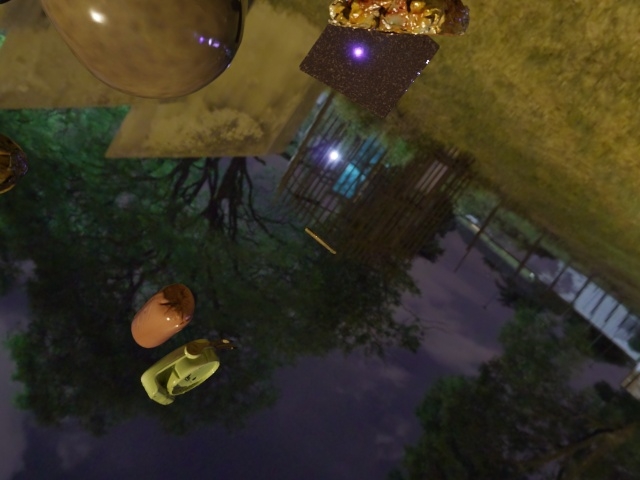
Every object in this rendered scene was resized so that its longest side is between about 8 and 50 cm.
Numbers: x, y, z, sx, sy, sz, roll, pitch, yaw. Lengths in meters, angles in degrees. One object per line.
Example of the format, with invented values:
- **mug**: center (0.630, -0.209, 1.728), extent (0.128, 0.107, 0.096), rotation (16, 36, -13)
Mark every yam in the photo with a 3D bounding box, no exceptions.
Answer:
- **yam**: center (0.000, 0.000, 1.415), extent (0.107, 0.014, 0.014), rotation (40, -165, -13)

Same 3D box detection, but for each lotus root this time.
- **lotus root**: center (-0.999, -0.221, 1.462), extent (0.397, 0.196, 0.179), rotation (7, 165, -11)

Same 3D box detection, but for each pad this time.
- **pad**: center (0.119, -0.414, 1.236), extent (0.330, 0.220, 0.004), rotation (15, -148, -49)

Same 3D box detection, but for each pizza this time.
- **pizza**: center (0.163, -0.414, 0.995), extent (0.289, 0.082, 0.229), rotation (1, -155, -11)

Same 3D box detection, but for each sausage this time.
- **sausage**: center (-0.433, 0.209, 1.509), extent (0.121, 0.304, 0.121), rotation (15, -120, -28)

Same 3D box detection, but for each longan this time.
- **longan**: center (-0.257, -0.367, 0.816), extent (0.318, 0.319, 0.319), rotation (33, -163, -11)

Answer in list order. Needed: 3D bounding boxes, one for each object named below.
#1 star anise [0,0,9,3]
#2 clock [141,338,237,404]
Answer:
- **star anise**: center (-0.612, -0.542, 1.062), extent (0.129, 0.212, 0.283), rotation (57, -172, -4)
- **clock**: center (-0.316, 0.308, 1.356), extent (0.069, 0.232, 0.170), rotation (52, 166, 20)
